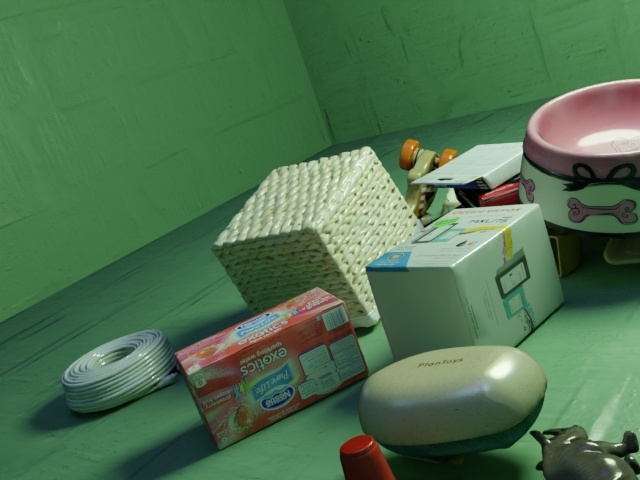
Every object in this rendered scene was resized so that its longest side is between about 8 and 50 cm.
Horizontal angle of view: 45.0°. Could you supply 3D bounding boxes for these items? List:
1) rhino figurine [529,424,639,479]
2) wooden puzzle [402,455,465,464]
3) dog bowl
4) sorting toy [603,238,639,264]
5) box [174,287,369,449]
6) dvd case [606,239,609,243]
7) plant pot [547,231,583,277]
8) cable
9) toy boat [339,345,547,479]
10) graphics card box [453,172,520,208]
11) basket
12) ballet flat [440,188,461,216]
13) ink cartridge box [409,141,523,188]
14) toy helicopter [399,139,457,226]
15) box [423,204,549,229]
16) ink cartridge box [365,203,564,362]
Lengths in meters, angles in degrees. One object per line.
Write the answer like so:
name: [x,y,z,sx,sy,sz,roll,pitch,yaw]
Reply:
rhino figurine: [0.310,0.258,0.868,0.106,0.073,0.243,-19,12,-9]
wooden puzzle: [0.159,0.285,1.083,0.116,0.014,0.078,-8,18,40]
dog bowl: [0.571,-0.173,1.457,0.407,0.151,0.408,-13,29,7]
sorting toy: [0.657,-0.006,1.449,0.208,0.038,0.193,-2,28,34]
box: [-0.087,0.220,1.377,0.299,0.154,0.142,-25,15,-15]
dvd case: [0.687,-0.047,1.623,0.164,0.018,0.221,-13,15,24]
plant pot: [0.474,0.022,1.533,0.083,0.082,0.081,-13,10,-27]
cable: [-0.450,0.289,1.723,0.257,0.089,0.257,-26,16,-24]
toy boat: [0.135,0.254,0.979,0.267,0.148,0.318,-13,13,41]
graphics card box: [0.449,-0.131,1.792,0.232,0.094,0.371,-19,16,2]
basket: [0.000,0.000,1.705,0.328,0.267,0.331,-10,32,38]
ballet flat: [0.381,-0.113,2.147,0.086,0.086,0.248,-14,15,21]
ink cartridge box: [0.348,-0.156,1.743,0.223,0.045,0.223,-29,16,-21]
toy helicopter: [0.244,-0.081,2.046,0.140,0.235,0.355,17,54,20]
box: [0.361,-0.015,1.816,0.322,0.079,0.257,-28,15,-32]
ink cartridge box: [0.258,0.077,1.355,0.270,0.197,0.198,-30,18,-38]
